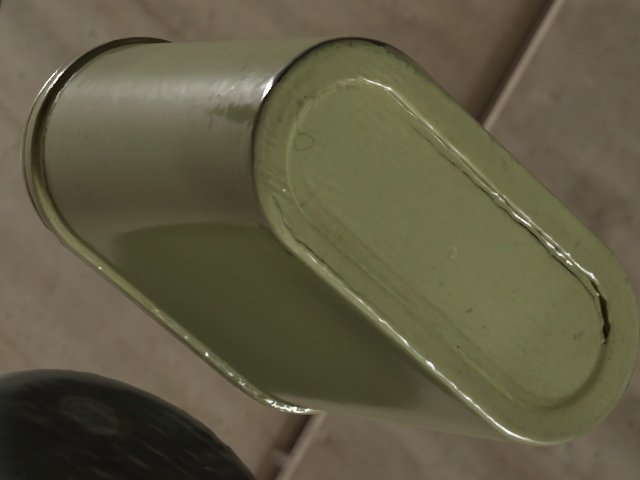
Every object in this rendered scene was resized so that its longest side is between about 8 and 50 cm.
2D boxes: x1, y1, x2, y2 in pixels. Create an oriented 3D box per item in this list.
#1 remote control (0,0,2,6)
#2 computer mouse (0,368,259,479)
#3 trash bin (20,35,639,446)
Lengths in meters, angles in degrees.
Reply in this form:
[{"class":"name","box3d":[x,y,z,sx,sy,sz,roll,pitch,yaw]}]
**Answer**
[{"class":"remote control","box3d":[-0.177,-0.055,0.724,0.107,0.044,0.377,20,-159,-14]},{"class":"computer mouse","box3d":[-0.081,0.203,1.001,0.188,0.122,0.371,7,-155,-35]},{"class":"trash bin","box3d":[0.000,0.000,0.947,0.243,0.121,0.247,42,163,-25]}]
